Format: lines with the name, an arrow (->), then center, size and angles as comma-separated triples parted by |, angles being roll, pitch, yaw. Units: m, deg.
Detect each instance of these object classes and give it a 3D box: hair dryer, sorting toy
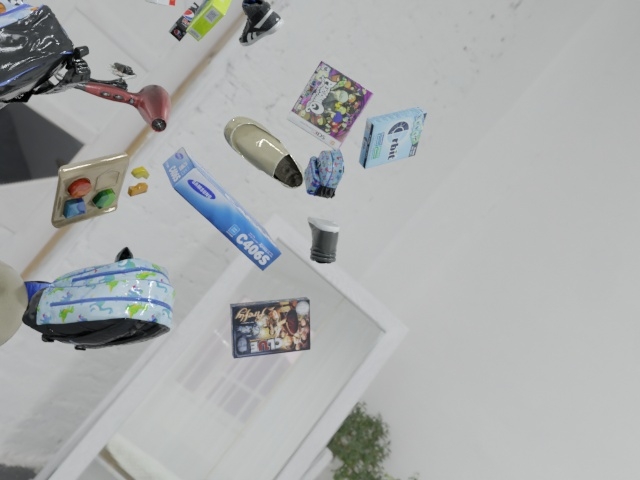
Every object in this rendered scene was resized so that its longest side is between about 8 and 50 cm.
hair dryer -> -0.465, -0.332, 1.333 | 0.294, 0.080, 0.224 | 30, 36, 19
sorting toy -> -0.626, -0.154, 1.644 | 0.041, 0.229, 0.307 | 46, 43, 17

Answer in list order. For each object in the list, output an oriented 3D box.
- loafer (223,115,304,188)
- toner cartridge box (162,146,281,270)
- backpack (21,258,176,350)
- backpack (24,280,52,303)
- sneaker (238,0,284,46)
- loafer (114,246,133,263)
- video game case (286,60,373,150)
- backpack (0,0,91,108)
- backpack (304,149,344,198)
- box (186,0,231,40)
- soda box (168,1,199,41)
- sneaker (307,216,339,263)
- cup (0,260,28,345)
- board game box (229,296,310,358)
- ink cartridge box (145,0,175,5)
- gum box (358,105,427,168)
loafer -> -0.131, -0.224, 1.458 | 0.269, 0.101, 0.092 | 34, 3, -34
toner cartridge box -> -0.253, -0.079, 1.464 | 0.348, 0.075, 0.165 | 47, 0, -36
backpack -> -0.573, 0.184, 1.552 | 0.356, 0.273, 0.290 | 1, -23, 35
backpack -> -0.949, 0.189, 1.911 | 0.098, 0.120, 0.101 | 41, 45, -75
sneaker -> -0.211, -0.686, 1.734 | 0.217, 0.079, 0.121 | 0, -41, 51
loafer -> -0.685, 0.109, 1.950 | 0.076, 0.078, 0.223 | 12, 33, -27
video game case -> 0.031, -0.456, 1.906 | 0.210, 0.232, 0.042 | 34, 10, 5
backpack -> -0.612, -0.344, 1.057 | 0.263, 0.277, 0.213 | 3, -59, 63
backpack -> 0.019, -0.263, 2.114 | 0.117, 0.173, 0.158 | 6, 57, -20
box -> -0.257, -0.574, 1.363 | 0.042, 0.109, 0.178 | 37, 44, -29
soda box -> -0.493, -0.810, 2.071 | 0.053, 0.060, 0.168 | 39, 46, -22
sneaker -> 0.000, 0.000, 1.967 | 0.105, 0.146, 0.296 | 9, 8, -9
cup -> -1.098, 0.177, 1.703 | 0.331, 0.331, 0.237 | 41, -22, 0
board game box -> -0.152, 0.267, 1.729 | 0.244, 0.164, 0.042 | -4, 8, -18
ink cartridge box -> -0.516, -0.897, 1.914 | 0.056, 0.180, 0.224 | 17, 21, 8
gum box -> 0.209, -0.299, 1.631 | 0.041, 0.185, 0.156 | 55, -28, 36
